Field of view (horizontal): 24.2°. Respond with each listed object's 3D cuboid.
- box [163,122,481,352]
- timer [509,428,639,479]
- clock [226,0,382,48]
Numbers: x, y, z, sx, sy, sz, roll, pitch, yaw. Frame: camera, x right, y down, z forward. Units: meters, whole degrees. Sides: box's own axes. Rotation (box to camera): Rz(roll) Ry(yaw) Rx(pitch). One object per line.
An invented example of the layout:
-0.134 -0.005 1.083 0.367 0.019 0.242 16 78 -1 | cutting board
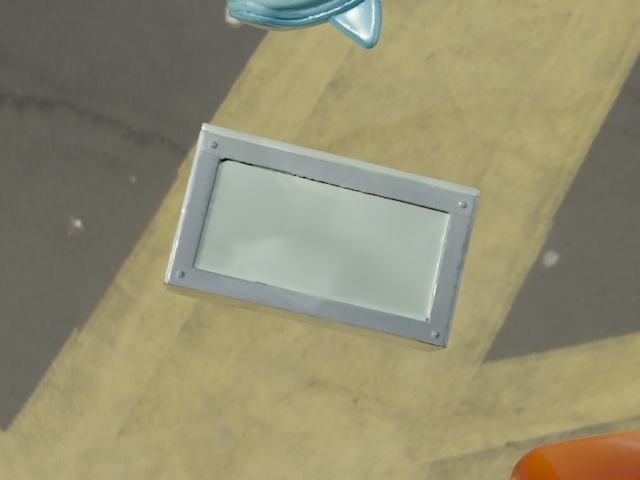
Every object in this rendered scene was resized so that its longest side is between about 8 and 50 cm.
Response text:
0.000 0.000 1.187 0.225 0.086 0.129 13 83 -3 | box
0.270 0.224 0.989 0.250 0.257 0.161 -11 104 -3 | timer
-0.018 -0.269 1.136 0.274 0.094 0.223 45 102 15 | clock
